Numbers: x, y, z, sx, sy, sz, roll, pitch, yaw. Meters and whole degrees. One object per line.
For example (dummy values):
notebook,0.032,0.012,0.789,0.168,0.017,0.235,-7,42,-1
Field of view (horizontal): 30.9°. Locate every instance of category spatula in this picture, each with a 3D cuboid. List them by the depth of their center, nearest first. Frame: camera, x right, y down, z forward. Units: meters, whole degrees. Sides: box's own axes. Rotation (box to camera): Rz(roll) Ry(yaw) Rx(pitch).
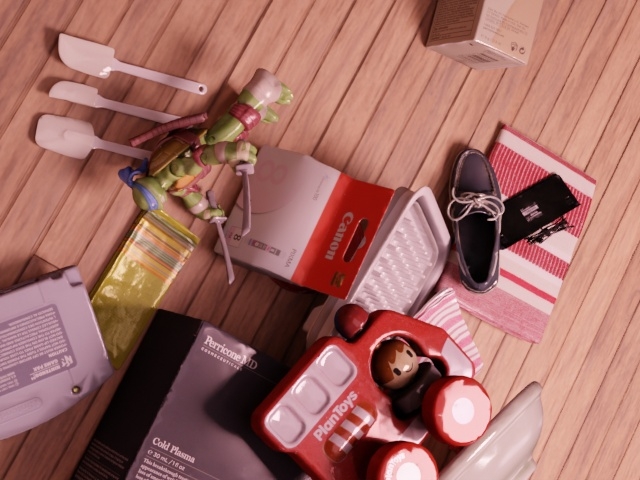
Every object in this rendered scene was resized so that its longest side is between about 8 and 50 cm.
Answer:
spatula,-0.289,-0.191,1.704,0.242,0.019,0.168,13,86,-32

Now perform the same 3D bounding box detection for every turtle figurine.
turtle figurine,-0.126,-0.101,1.693,0.266,0.274,0.198,-52,152,-23

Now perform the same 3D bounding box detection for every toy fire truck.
toy fire truck,0.077,0.229,1.646,0.254,0.169,0.302,47,70,-15

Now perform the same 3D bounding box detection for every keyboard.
keyboard,0.368,-0.036,2.027,0.192,0.038,0.100,-28,79,-22

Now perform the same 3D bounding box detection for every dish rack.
dish rack,0.086,0.085,1.831,0.333,0.072,0.285,-58,153,-13

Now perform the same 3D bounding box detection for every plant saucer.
plant saucer,0.233,0.394,1.814,0.100,0.400,0.400,44,69,13

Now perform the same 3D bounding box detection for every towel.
towel,-0.277,0.068,1.722,0.102,0.021,0.237,36,77,-24
towel,0.206,0.192,1.953,0.144,0.029,0.197,-44,124,-27
towel,0.348,-0.008,2.048,0.237,0.037,0.329,28,78,-25

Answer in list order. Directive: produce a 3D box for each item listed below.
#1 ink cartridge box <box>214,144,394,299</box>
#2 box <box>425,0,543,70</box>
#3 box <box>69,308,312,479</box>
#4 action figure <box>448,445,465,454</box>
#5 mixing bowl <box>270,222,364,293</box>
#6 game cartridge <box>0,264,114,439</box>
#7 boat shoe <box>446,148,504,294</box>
ink cartridge box,-0.029,-0.032,1.735,0.066,0.232,0.189,36,75,-48
box,0.296,-0.453,1.931,0.121,0.148,0.311,18,86,-29
box,-0.142,0.319,1.720,0.343,0.179,0.312,33,78,-26
action figure,0.273,0.361,2.033,0.115,0.030,0.038,3,96,-26
mixing bowl,0.000,0.000,1.824,0.181,0.098,0.181,-2,95,-28
game cartridge,-0.447,0.174,1.608,0.294,0.060,0.196,-21,99,-20
boat shoe,0.260,-0.037,1.943,0.095,0.079,0.254,1,79,7
